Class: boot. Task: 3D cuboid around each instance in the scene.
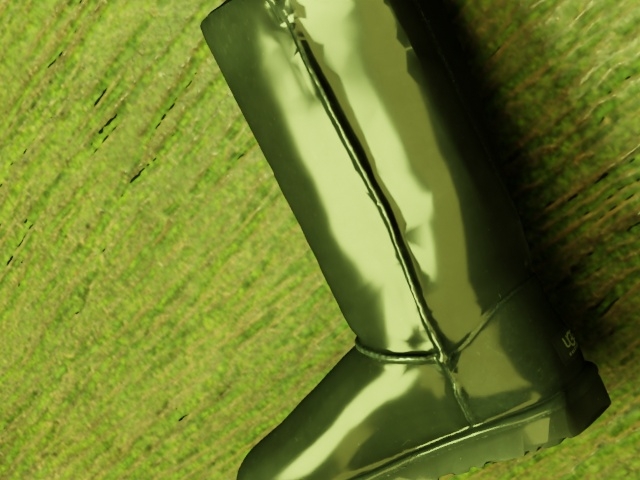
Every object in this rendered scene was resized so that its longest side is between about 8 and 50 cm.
[{"bbox_3d":[0.002,-0.001,1.529,0.367,0.146,0.445,-23,98,23],"label":"boot"}]
